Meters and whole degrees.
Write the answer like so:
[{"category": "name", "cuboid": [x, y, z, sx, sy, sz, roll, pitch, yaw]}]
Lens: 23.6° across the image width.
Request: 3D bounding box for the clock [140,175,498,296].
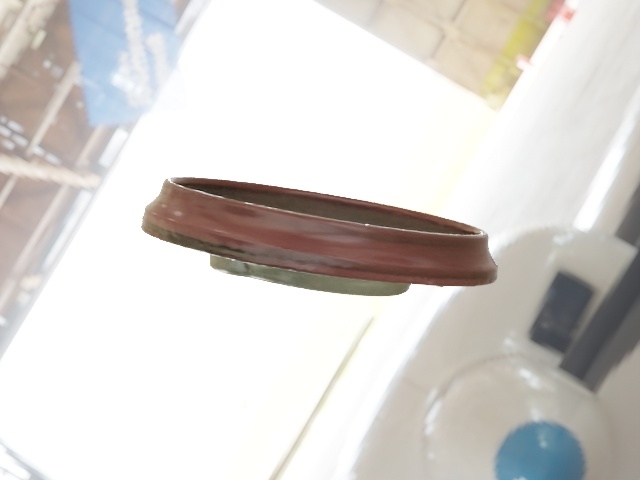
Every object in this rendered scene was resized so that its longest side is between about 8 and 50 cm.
[{"category": "clock", "cuboid": [0.000, 0.001, 1.035, 0.244, 0.244, 0.056, -49, -30, -84]}]
